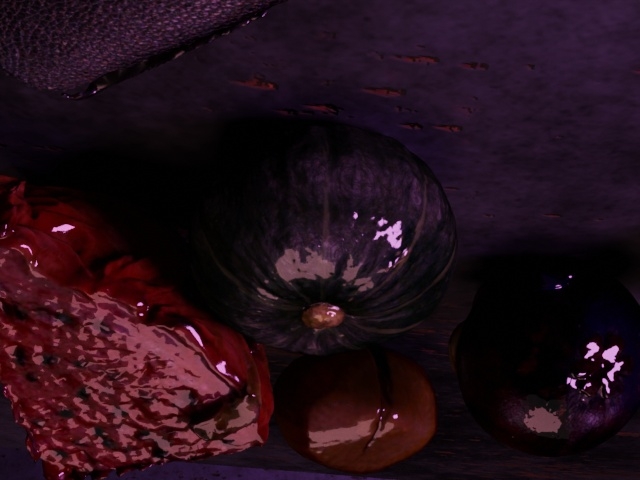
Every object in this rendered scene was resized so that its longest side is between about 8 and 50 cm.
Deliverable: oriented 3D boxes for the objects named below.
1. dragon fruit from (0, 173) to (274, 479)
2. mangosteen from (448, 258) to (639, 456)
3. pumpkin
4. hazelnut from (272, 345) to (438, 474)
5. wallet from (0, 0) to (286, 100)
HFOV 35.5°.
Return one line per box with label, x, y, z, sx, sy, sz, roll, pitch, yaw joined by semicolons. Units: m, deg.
dragon fruit;-0.199;0.076;0.843;0.302;0.240;0.330;7;149;39
mangosteen;0.215;0.109;0.989;0.194;0.194;0.230;13;-177;-21
pumpkin;0.001;0.000;0.778;0.211;0.152;0.212;6;147;4
hazelnut;0.043;0.211;1.313;0.212;0.181;0.181;9;130;-16
wallet;-0.136;-0.172;0.479;0.220;0.071;0.262;-11;147;37
